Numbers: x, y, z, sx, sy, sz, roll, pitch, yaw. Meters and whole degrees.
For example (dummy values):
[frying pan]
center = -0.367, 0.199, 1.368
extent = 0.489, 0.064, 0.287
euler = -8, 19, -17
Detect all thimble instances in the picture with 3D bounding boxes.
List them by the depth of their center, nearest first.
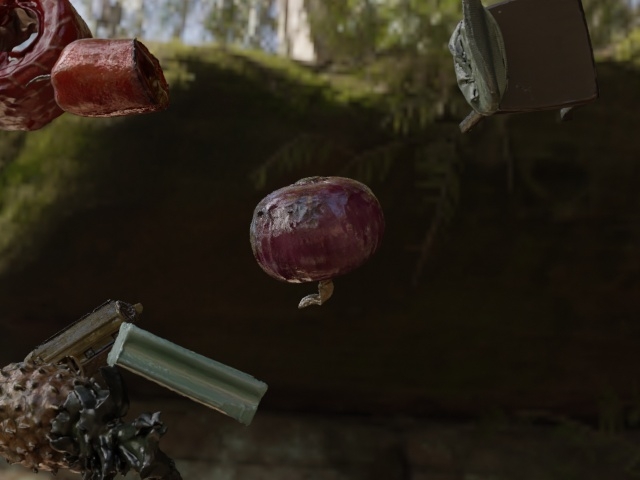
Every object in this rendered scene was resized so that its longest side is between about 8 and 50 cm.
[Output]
[thimble]
center = -0.388, -0.239, 2.068
extent = 0.163, 0.189, 0.125
euler = 35, -9, 23

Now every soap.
[soap]
center = -0.176, 0.173, 2.090
extent = 0.198, 0.063, 0.114
euler = 25, -6, -10

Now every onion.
[onion]
center = -0.002, -0.010, 2.044
extent = 0.177, 0.153, 0.177
euler = -33, -6, -4

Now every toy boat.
[toy boat]
center = -0.368, 0.169, 2.492
extent = 0.226, 0.088, 0.068
euler = -35, 1, -31

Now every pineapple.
[pineapple]
center = -0.290, 0.230, 1.981
extent = 0.310, 0.170, 0.141
euler = 12, 16, 41

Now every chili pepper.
[chili pepper]
center = -0.255, -0.179, 1.772
extent = 0.192, 0.086, 0.084
euler = -1, -2, 31

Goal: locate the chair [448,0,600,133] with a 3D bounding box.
[chair]
center = 0.258, -0.242, 2.046
extent = 0.186, 0.160, 0.319
euler = -8, -8, -3
